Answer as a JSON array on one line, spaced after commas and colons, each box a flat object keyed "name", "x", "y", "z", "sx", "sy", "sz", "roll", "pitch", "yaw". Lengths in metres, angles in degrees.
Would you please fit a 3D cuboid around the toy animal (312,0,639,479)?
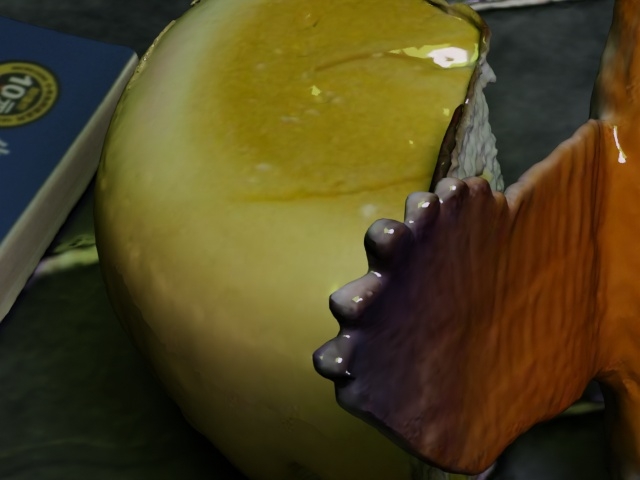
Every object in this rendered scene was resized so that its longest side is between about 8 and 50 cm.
[{"name": "toy animal", "x": 0.106, "y": -0.054, "z": 0.502, "sx": 0.225, "sy": 0.302, "sz": 0.284, "roll": 0, "pitch": 76, "yaw": -2}]

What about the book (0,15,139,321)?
[{"name": "book", "x": -0.332, "y": -0.034, "z": 0.676, "sx": 0.428, "sy": 0.039, "sz": 0.300, "roll": 17, "pitch": 51, "yaw": 15}]

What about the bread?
[{"name": "bread", "x": -0.005, "y": -0.009, "z": 0.586, "sx": 0.156, "sy": 0.158, "sz": 0.260, "roll": 3, "pitch": 49, "yaw": 18}]
